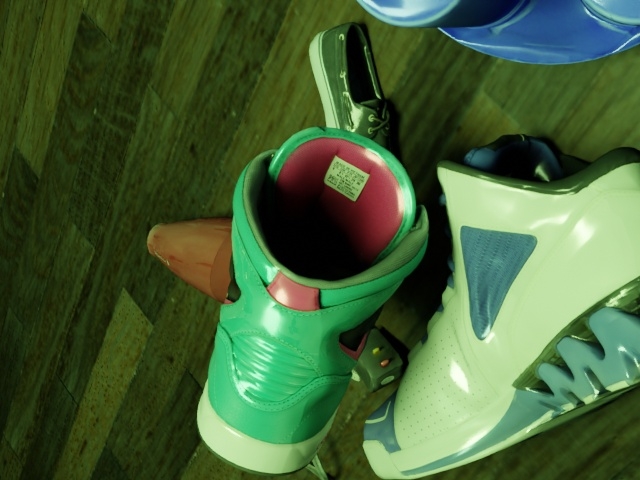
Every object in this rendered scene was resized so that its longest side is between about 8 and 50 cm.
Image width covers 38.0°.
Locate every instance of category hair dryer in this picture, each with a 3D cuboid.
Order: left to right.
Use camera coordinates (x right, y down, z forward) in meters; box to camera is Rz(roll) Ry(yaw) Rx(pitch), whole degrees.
[{"bbox_3d":[-0.069,0.082,0.863,0.293,0.080,0.223,50,135,20],"label":"hair dryer"}]

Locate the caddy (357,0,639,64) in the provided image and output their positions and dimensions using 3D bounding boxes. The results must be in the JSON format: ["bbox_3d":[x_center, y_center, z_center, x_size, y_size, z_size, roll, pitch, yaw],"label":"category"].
[{"bbox_3d":[0.118,-0.256,0.473,0.241,0.179,0.341,5,111,19],"label":"caddy"}]

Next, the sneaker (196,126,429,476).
[{"bbox_3d":[0.000,0.000,0.637,0.124,0.295,0.178,20,118,-2],"label":"sneaker"}]

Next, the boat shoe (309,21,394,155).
[{"bbox_3d":[0.031,-0.098,0.714,0.040,0.049,0.142,-20,89,47],"label":"boat shoe"}]

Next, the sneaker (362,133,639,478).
[{"bbox_3d":[0.132,0.034,0.624,0.315,0.127,0.182,-45,61,49],"label":"sneaker"}]
